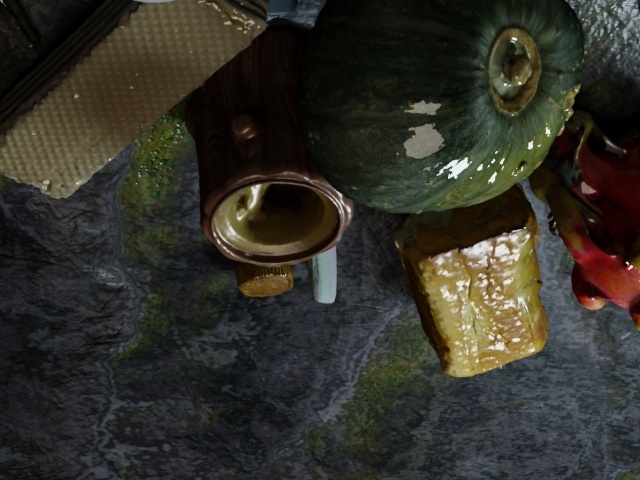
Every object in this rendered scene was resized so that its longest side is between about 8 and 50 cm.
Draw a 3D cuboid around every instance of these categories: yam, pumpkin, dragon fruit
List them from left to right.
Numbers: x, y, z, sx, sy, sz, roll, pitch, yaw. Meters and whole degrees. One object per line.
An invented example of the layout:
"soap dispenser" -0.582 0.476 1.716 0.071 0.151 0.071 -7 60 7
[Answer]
"yam" -0.346 -0.253 1.679 0.027 0.033 0.129 -36 146 -6
"pumpkin" 0.131 -0.169 1.620 0.327 0.291 0.257 6 -175 -43
"dragon fruit" 0.401 -0.027 1.941 0.227 0.307 0.243 -36 167 21

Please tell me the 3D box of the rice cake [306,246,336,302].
"rice cake" 0.000 0.000 2.020 0.042 0.080 0.222 -7 144 -4

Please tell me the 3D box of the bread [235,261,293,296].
"bread" -0.078 0.042 2.086 0.085 0.053 0.085 -7 155 -3

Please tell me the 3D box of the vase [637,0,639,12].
"vase" 0.418 -0.297 1.580 0.445 0.250 0.250 27 132 -32

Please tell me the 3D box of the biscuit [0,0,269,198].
"biscuit" -0.235 -0.182 1.708 0.144 0.078 0.426 30 137 -30

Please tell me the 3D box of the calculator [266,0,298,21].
"calculator" -0.085 -0.311 1.628 0.121 0.039 0.210 -6 143 -2

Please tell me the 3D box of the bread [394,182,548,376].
"bread" 0.213 0.042 2.054 0.195 0.149 0.344 -19 142 -2

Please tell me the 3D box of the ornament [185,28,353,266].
"ornament" -0.054 -0.107 1.754 0.235 0.218 0.221 -11 142 8

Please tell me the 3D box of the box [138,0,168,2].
"box" -0.183 -0.328 1.411 0.262 0.291 0.206 28 169 25
